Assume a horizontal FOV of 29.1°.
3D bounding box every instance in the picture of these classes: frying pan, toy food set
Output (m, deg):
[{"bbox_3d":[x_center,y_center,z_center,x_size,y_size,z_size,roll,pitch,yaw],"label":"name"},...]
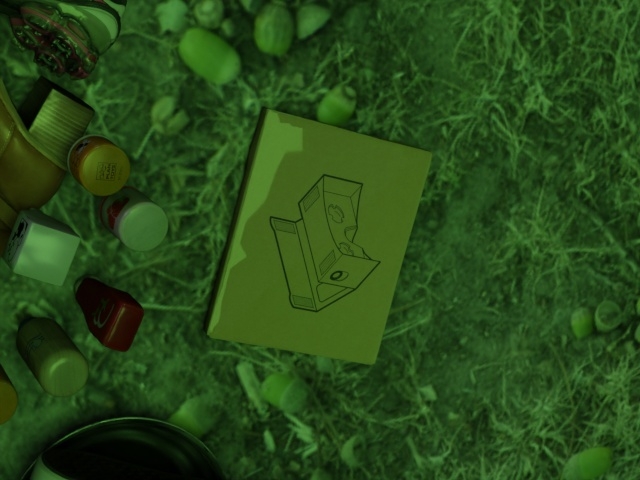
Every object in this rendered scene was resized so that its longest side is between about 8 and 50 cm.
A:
[{"bbox_3d":[-0.224,0.277,1.036,0.326,0.053,0.197,-36,113,-10],"label":"frying pan"},{"bbox_3d":[-0.202,0.027,0.957,0.111,0.104,0.232,18,98,-32],"label":"toy food set"}]

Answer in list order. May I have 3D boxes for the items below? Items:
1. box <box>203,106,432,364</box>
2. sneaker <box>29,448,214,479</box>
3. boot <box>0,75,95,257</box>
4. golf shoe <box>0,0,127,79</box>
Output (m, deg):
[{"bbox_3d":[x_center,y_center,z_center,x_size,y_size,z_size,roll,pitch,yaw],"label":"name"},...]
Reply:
[{"bbox_3d":[0.000,0.000,1.073,0.164,0.021,0.201,12,98,-23],"label":"box"},{"bbox_3d":[-0.110,0.264,1.011,0.290,0.106,0.123,19,96,-15],"label":"sneaker"},{"bbox_3d":[-0.284,-0.079,0.920,0.197,0.073,0.152,32,94,-22],"label":"boot"},{"bbox_3d":[-0.229,-0.206,0.920,0.186,0.067,0.086,42,60,-24],"label":"golf shoe"}]
